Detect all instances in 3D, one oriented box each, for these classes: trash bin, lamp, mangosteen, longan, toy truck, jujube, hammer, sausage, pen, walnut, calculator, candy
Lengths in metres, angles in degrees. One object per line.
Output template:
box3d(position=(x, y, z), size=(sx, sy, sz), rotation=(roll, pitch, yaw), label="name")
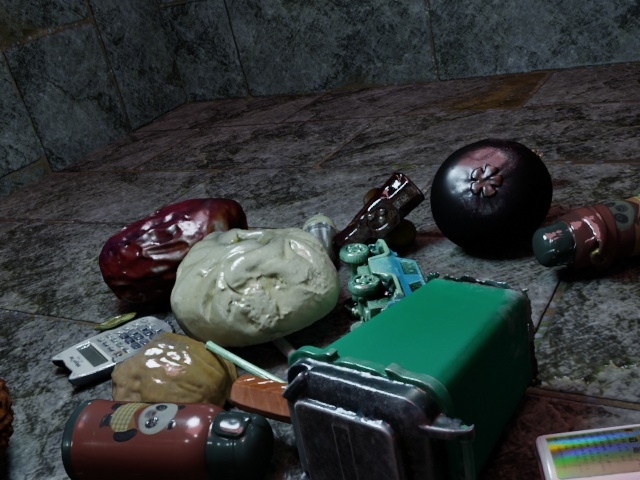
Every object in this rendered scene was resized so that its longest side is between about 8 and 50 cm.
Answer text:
box3d(position=(0.167, 0.218, 1.037), size=(0.295, 0.259, 0.381), rotation=(7, 29, 39), label="trash bin")
box3d(position=(0.000, 0.000, 1.782), size=(0.101, 0.101, 0.250), rotation=(-12, 27, 3), label="lamp")
box3d(position=(0.396, -0.096, 1.645), size=(0.275, 0.275, 0.302), rotation=(-7, -11, 15), label="mangosteen")
box3d(position=(0.200, -0.016, 1.763), size=(0.075, 0.075, 0.083), rotation=(-39, -8, -43), label="longan")
box3d(position=(0.126, 0.112, 1.416), size=(0.156, 0.155, 0.279), rotation=(-5, 24, -2), label="toy truck")
box3d(position=(-0.351, 0.028, 1.749), size=(0.376, 0.258, 0.258), rotation=(-27, 24, 5), label="jujube")
box3d(position=(0.137, -0.085, 1.837), size=(0.242, 0.095, 0.409), rotation=(-46, 8, 10), label="hammer")
box3d(position=(-0.087, 0.257, 1.155), size=(0.169, 0.065, 0.065), rotation=(2, 29, 38), label="sausage")
box3d(position=(-0.074, 0.216, 1.446), size=(0.026, 0.026, 0.218), rotation=(-23, 25, -19), label="pen")
box3d(position=(-0.272, 0.256, 1.329), size=(0.238, 0.141, 0.204), rotation=(-21, 31, -23), label="walnut")
box3d(position=(-0.452, 0.237, 1.584), size=(0.268, 0.040, 0.177), rotation=(-27, 27, -28), label="calculator")
box3d(position=(-0.082, 0.245, 1.236), size=(0.335, 0.092, 0.093), rotation=(24, 84, 33), label="candy")

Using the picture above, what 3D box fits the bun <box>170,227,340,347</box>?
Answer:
box3d(position=(-0.146, 0.079, 1.507), size=(0.359, 0.211, 0.360), rotation=(-10, 15, 3), label="bun")

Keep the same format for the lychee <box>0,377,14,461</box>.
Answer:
box3d(position=(-0.687, 0.327, 1.243), size=(0.275, 0.276, 0.304), rotation=(-22, 52, -18), label="lychee")

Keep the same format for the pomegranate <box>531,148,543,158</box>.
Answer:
box3d(position=(0.493, -0.182, 1.841), size=(0.125, 0.163, 0.138), rotation=(-6, 62, -23), label="pomegranate")

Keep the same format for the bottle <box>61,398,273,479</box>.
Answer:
box3d(position=(-0.239, 0.331, 1.149), size=(0.336, 0.144, 0.144), rotation=(-4, 26, 17), label="bottle")

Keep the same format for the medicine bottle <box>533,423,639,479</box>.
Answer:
box3d(position=(0.404, 0.300, 0.938), size=(0.219, 0.078, 0.115), rotation=(-9, 22, 10), label="medicine bottle")

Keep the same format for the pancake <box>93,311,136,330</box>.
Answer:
box3d(position=(-0.493, 0.193, 1.692), size=(0.108, 0.017, 0.108), rotation=(-21, 4, 2), label="pancake")

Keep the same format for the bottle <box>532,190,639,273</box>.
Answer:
box3d(position=(0.570, -0.006, 1.442), size=(0.271, 0.143, 0.156), rotation=(-14, -2, -6), label="bottle")
